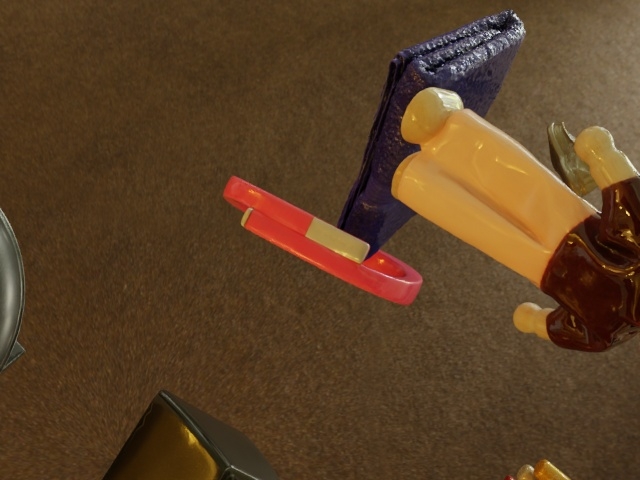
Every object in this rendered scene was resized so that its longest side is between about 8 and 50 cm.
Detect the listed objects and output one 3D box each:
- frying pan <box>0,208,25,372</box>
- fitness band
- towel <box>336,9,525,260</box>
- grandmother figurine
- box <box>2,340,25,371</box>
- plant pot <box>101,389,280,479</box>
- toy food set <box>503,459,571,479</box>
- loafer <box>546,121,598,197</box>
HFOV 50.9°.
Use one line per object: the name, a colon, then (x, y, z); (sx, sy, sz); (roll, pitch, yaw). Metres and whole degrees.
frying pan: (-0.302, 0.026, 0.327); (0.326, 0.053, 0.197); (10, 84, -47)
fitness band: (0.000, 0.000, 0.894); (0.291, 0.209, 0.054); (28, 92, 12)
towel: (0.125, -0.128, 0.846); (0.076, 0.308, 0.227); (40, 50, 17)
grandmother figurine: (0.201, 0.014, 0.546); (0.104, 0.208, 0.342); (-32, 53, -22)
box: (-0.627, 0.216, 1.025); (0.165, 0.143, 0.270); (49, 40, -6)
plant pot: (-0.159, 0.339, 0.889); (0.188, 0.167, 0.187); (43, 71, -38)
toy food set: (0.404, 0.543, 1.337); (0.104, 0.111, 0.232); (39, 94, 1)
loafer: (0.346, -0.111, 0.919); (0.050, 0.056, 0.148); (-14, 46, 13)
